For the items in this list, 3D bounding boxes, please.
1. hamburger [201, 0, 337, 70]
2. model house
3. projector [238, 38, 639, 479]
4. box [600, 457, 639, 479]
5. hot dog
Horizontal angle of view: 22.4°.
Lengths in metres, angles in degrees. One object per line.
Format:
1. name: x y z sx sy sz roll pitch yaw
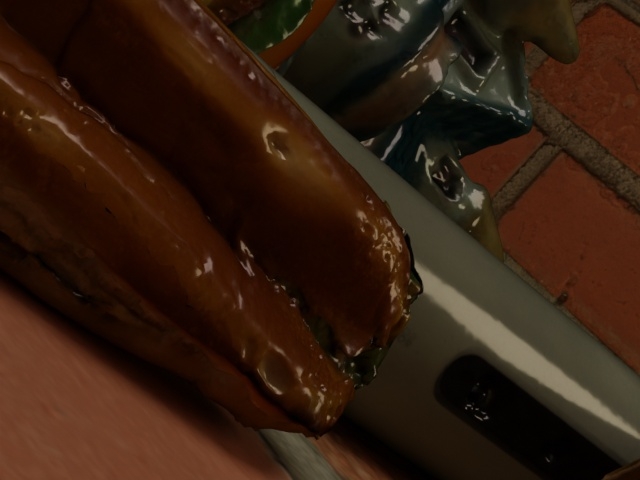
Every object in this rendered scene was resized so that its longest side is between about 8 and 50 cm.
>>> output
1. hamburger: -0.086 -0.166 0.788 0.246 0.246 0.170 45 4 29
2. model house: 0.056 -0.100 1.043 0.194 0.267 0.325 -14 -58 47
3. projector: 0.027 0.031 0.738 0.337 0.108 0.108 38 7 -33
4. box: 0.229 0.189 0.737 0.193 0.084 0.301 66 14 20
5. hot dog: -0.068 -0.029 0.553 0.072 0.115 0.269 -6 -47 52
